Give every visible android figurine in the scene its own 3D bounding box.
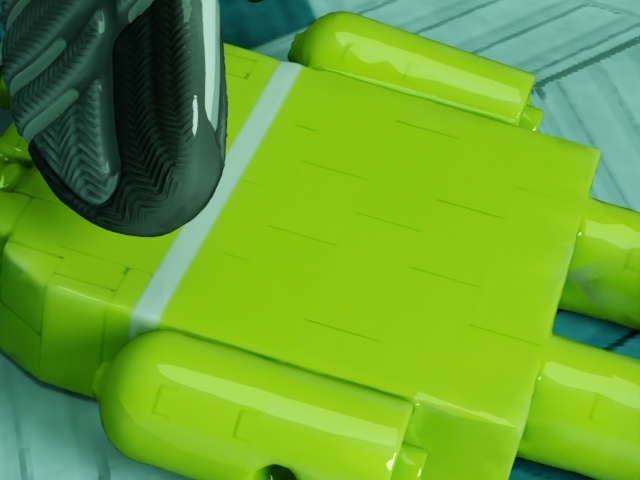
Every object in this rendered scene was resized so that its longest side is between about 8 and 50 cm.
[{"bbox_3d":[0.000,0.000,0.616,0.273,0.056,0.248,19,38,8],"label":"android figurine"}]

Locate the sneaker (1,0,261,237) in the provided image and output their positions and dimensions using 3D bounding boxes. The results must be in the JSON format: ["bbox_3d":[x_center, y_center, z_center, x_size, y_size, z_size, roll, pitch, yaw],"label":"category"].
[{"bbox_3d":[-0.046,-0.093,0.614,0.132,0.086,0.228,19,44,-48],"label":"sneaker"}]

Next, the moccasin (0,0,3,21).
[{"bbox_3d":[-0.204,-0.139,0.676,0.138,0.117,0.342,-18,38,-7],"label":"moccasin"}]
